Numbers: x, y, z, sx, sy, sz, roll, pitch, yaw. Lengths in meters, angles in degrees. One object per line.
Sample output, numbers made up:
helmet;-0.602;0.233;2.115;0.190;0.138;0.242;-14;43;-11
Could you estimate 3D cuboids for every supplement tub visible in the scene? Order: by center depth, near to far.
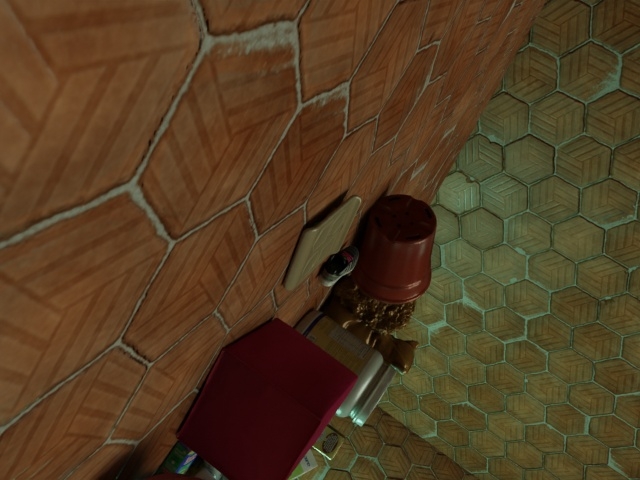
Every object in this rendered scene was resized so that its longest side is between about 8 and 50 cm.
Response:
supplement tub;0.048;0.402;1.642;0.241;0.331;0.241;-52;167;-18

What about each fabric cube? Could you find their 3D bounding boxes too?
fabric cube;-0.111;0.371;1.163;0.259;0.254;0.258;-60;167;16

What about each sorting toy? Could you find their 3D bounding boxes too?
sorting toy;0.000;0.000;1.176;0.208;0.038;0.193;-36;156;-46

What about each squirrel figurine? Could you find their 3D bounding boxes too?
squirrel figurine;0.187;0.317;1.854;0.281;0.371;0.396;-35;155;-58

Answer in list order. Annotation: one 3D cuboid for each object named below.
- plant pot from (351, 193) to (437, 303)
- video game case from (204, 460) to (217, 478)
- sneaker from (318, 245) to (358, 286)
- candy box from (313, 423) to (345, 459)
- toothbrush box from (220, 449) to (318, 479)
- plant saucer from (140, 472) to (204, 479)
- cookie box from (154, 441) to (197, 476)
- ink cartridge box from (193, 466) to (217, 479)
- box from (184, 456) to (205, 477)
plant pot;0.240;0.015;1.630;0.272;0.272;0.265;-48;157;-33
video game case;-0.221;0.505;1.472;0.329;0.036;0.300;-58;169;-33
sneaker;0.062;0.061;1.469;0.170;0.063;0.074;-39;165;-39
candy box;-0.066;0.635;1.820;0.087;0.317;0.183;-54;166;-13
toothbrush box;-0.186;0.746;1.652;0.283;0.122;0.206;-10;152;-41
plant saucer;-0.336;0.540;0.935;0.332;0.084;0.332;-28;141;-25
cookie box;-0.327;0.511;1.187;0.107;0.040;0.092;-56;166;-5
ink cartridge box;-0.267;0.754;1.274;0.211;0.289;0.121;-39;154;-29
box;-0.361;0.649;1.393;0.179;0.043;0.105;-64;166;22
